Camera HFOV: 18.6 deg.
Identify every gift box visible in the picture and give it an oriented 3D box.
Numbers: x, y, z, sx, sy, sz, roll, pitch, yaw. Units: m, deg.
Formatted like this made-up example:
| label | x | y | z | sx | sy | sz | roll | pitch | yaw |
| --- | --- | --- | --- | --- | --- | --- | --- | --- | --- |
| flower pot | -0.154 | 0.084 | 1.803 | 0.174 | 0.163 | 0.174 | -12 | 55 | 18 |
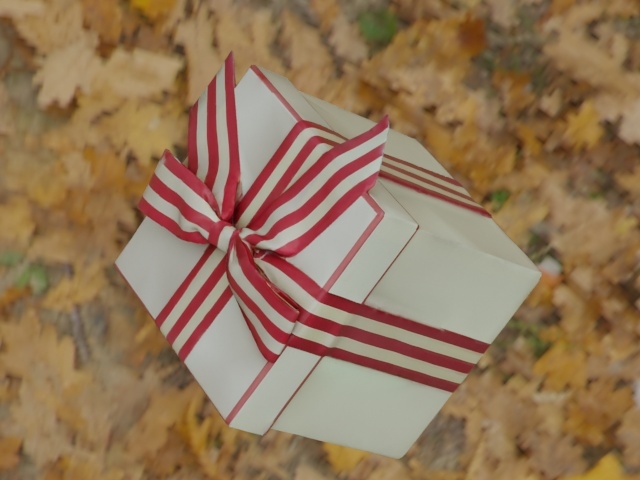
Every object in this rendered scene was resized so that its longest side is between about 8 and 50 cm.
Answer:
| label | x | y | z | sx | sy | sz | roll | pitch | yaw |
| --- | --- | --- | --- | --- | --- | --- | --- | --- | --- |
| gift box | 0.000 | 0.000 | 1.665 | 0.258 | 0.276 | 0.255 | 17 | 19 | -45 |
